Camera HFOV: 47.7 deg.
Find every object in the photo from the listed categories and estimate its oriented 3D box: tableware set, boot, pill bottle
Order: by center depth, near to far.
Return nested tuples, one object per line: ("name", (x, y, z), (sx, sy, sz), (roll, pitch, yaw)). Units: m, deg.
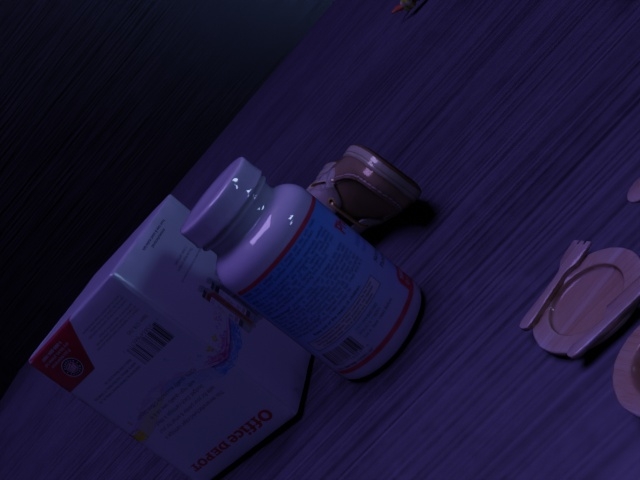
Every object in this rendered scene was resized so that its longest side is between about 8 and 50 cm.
("tableware set", (0.159, 0.010, 0.310), (0.141, 0.020, 0.169), (-48, 16, 6))
("pill bottle", (-0.014, 0.018, 0.501), (0.087, 0.160, 0.087), (-45, 17, 18))
("boot", (0.000, 0.000, 0.661), (0.165, 0.077, 0.213), (-52, 11, -9))

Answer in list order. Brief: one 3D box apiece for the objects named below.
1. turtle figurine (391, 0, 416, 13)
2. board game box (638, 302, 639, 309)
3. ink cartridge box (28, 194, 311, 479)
("turtle figurine", (0.210, -0.499, 1.186), (0.270, 0.087, 0.217), (-50, 16, 1))
("board game box", (0.220, -0.035, 0.170), (0.243, 0.042, 0.165), (-49, 23, 3))
("ink cartridge box", (-0.110, 0.082, 0.596), (0.128, 0.176, 0.127), (-41, 16, 27))
